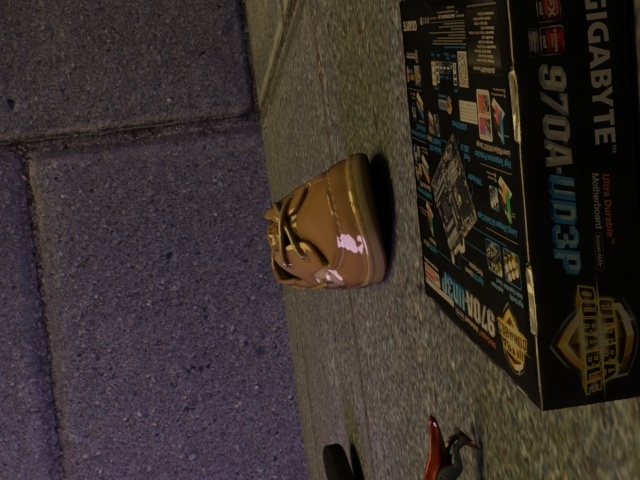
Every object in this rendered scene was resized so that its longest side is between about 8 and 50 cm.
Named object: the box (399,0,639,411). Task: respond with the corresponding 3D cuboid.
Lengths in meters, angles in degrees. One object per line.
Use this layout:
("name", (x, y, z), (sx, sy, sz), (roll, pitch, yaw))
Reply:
("box", (0.089, -0.036, 0.543), (0.220, 0.051, 0.175), (-127, 30, -78))

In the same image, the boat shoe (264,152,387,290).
("boat shoe", (0.000, 0.000, 1.172), (0.341, 0.110, 0.121), (104, 157, -76))

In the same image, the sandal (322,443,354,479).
("sandal", (0.028, 0.485, 1.547), (0.167, 0.107, 0.446), (91, 170, -54))

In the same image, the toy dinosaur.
("toy dinosaur", (0.080, 0.173, 0.807), (0.082, 0.090, 0.047), (-54, 23, 1))
